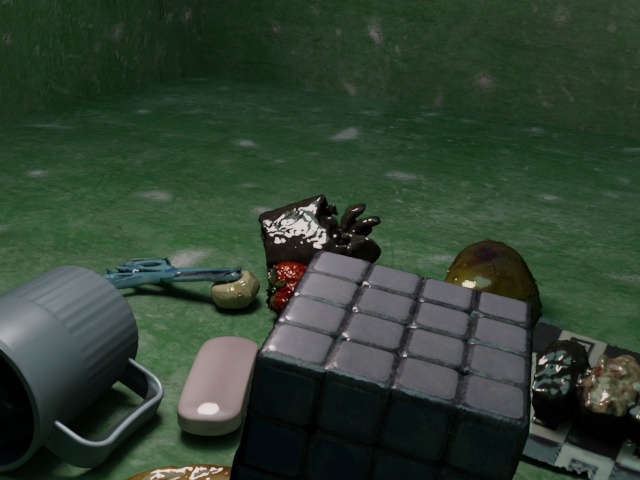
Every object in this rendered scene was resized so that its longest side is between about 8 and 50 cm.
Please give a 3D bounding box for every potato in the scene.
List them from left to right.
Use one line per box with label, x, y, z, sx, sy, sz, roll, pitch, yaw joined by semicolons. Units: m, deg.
potato;0.354;0.104;1.929;0.210;0.173;0.307;2;25;11

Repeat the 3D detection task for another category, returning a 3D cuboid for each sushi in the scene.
sushi;0.477;0.248;1.522;0.373;0.099;0.296;17;46;29

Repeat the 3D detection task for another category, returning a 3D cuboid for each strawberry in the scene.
strawberry;-0.044;0.109;1.993;0.148;0.131;0.131;3;22;3

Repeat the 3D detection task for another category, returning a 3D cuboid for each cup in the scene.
cup;-0.461;0.206;1.578;0.331;0.256;0.311;7;22;21

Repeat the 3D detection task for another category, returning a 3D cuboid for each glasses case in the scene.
glasses case;-0.182;0.258;1.682;0.113;0.075;0.297;2;23;4

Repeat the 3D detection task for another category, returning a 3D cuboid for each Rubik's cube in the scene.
Rubik's cube;0.090;0.256;1.278;0.345;0.337;0.343;16;25;8

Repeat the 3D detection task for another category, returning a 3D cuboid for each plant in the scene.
plant;0.000;0.000;2.123;0.276;0.199;0.188;-5;64;-1

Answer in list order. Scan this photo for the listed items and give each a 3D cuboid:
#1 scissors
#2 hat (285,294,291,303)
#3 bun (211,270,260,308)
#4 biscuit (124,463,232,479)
scissors;-0.338;0.077;2.110;0.393;0.032;0.180;-1;19;30
hat;0.022;0.161;1.888;0.206;0.089;0.205;7;38;-6
bun;-0.184;0.114;2.046;0.115;0.069;0.115;-17;12;4
biscuit;-0.173;0.393;1.390;0.299;0.045;0.154;6;24;17
